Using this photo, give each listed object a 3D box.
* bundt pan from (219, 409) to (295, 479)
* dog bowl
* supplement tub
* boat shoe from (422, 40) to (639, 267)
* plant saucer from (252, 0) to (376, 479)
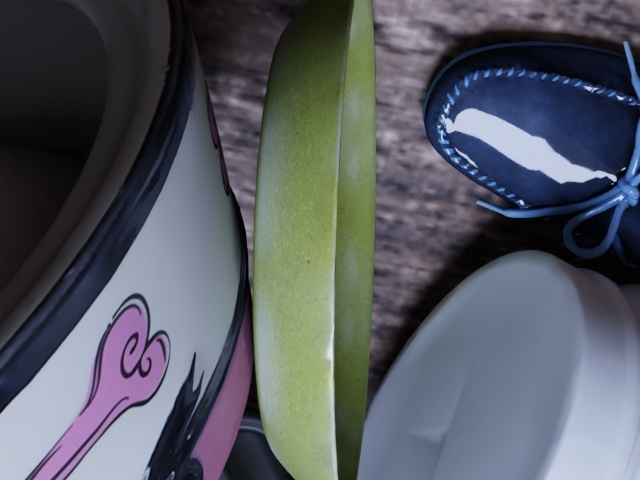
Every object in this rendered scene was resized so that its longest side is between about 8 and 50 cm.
[{"bbox_3d":[-0.121,0.237,0.688,0.331,0.124,0.331,-27,146,-20],"label":"bundt pan"},{"bbox_3d":[-0.208,0.045,0.555,0.408,0.408,0.150,-21,129,10],"label":"dog bowl"},{"bbox_3d":[0.192,0.165,0.682,0.325,0.235,0.235,29,113,-18],"label":"supplement tub"},{"bbox_3d":[0.179,-0.032,0.675,0.258,0.089,0.109,14,115,-7],"label":"boat shoe"},{"bbox_3d":[0.000,0.000,0.607,0.037,0.241,0.241,2,117,6],"label":"plant saucer"}]
